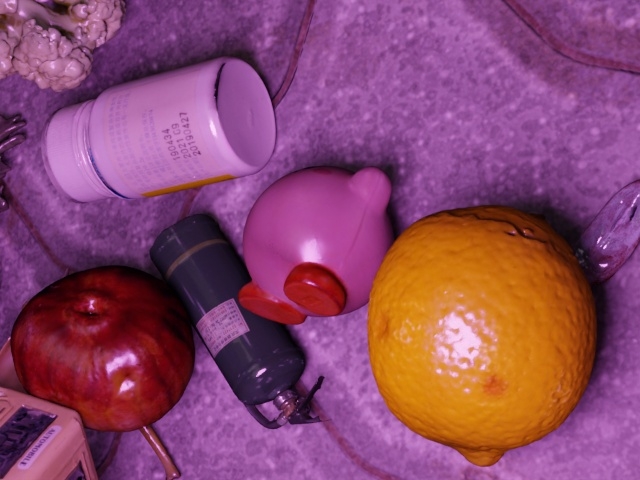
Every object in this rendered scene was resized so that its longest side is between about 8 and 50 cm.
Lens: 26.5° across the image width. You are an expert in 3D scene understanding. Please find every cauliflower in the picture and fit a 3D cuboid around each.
[{"bbox_3d":[-0.377,-0.293,1.666,0.327,0.281,0.260,-31,97,26],"label":"cauliflower"}]

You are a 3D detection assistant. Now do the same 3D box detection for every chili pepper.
[{"bbox_3d":[0.294,-0.005,1.371,0.050,0.041,0.153,34,103,-14],"label":"chili pepper"}]

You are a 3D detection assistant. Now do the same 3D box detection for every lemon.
[{"bbox_3d":[0.158,0.091,1.325,0.228,0.228,0.253,-9,76,28],"label":"lemon"}]

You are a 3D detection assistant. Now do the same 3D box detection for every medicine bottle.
[{"bbox_3d":[-0.194,-0.125,1.606,0.258,0.143,0.143,-9,78,27],"label":"medicine bottle"}]

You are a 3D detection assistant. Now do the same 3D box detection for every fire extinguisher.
[{"bbox_3d":[-0.086,0.109,1.544,0.118,0.093,0.294,-49,63,29],"label":"fire extinguisher"}]

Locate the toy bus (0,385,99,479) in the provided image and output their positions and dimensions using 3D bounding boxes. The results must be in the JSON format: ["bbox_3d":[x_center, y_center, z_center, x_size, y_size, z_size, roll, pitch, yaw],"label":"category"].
[{"bbox_3d":[-0.333,0.351,1.511,0.202,0.177,0.365,8,126,23],"label":"toy bus"}]

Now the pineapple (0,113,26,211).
[{"bbox_3d":[-0.472,-0.015,1.751,0.169,0.169,0.340,12,82,30],"label":"pineapple"}]

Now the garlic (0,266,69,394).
[{"bbox_3d":[-0.373,0.193,1.644,0.151,0.196,0.338,41,85,16],"label":"garlic"}]

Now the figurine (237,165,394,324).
[{"bbox_3d":[0.000,0.000,1.467,0.173,0.173,0.173,-5,81,29],"label":"figurine"}]

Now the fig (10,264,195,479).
[{"bbox_3d":[-0.236,0.143,1.556,0.203,0.249,0.186,4,61,9],"label":"fig"}]
